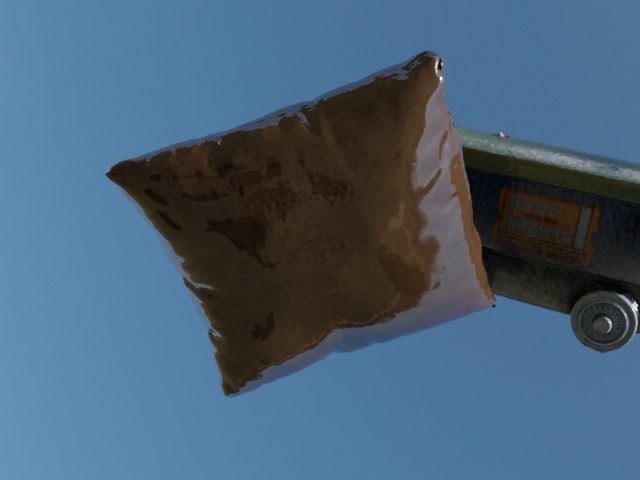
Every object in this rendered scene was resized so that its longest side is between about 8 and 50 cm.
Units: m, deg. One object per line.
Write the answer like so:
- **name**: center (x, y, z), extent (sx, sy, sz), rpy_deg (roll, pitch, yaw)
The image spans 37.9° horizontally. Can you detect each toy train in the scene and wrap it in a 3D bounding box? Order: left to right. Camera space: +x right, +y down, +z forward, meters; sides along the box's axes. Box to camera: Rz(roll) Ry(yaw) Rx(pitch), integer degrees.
- **toy train**: center (0.252, -0.006, 1.028), extent (0.300, 0.131, 0.201), rpy_deg (15, -71, 17)

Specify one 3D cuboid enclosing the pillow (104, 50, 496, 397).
- **pillow**: center (0.000, 0.000, 0.887), extent (0.306, 0.108, 0.307), rpy_deg (-19, -53, 2)
